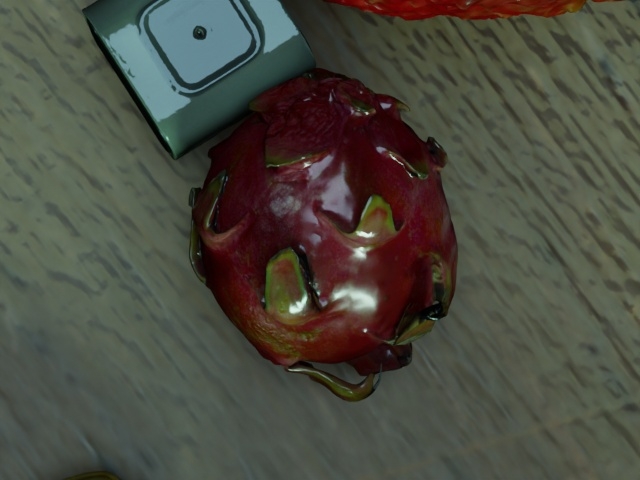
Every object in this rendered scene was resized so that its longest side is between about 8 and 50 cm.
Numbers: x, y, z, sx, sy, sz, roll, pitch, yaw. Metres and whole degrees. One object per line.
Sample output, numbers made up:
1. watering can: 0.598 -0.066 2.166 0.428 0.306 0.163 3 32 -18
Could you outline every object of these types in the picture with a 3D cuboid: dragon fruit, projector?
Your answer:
1. dragon fruit: 0.000 0.000 0.864 0.133 0.136 0.166 -9 132 10
2. projector: -0.059 -0.095 0.881 0.082 0.083 0.083 -33 91 -5

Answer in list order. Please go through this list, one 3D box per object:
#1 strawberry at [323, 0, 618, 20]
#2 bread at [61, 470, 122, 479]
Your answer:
1. strawberry: 0.054 -0.204 0.789 0.257 0.257 0.277 -23 61 -5
2. bread: -0.103 0.171 0.887 0.082 0.056 0.115 -41 86 -5
